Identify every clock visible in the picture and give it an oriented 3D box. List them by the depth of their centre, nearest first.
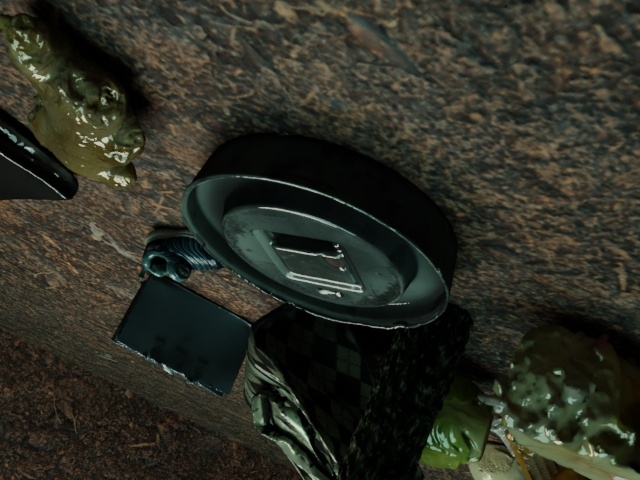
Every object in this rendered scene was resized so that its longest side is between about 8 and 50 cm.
[{"bbox_3d":[-0.001,0.001,0.731,0.313,0.061,0.312,18,155,9],"label":"clock"}]

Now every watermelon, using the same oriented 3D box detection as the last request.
[{"bbox_3d":[0.327,0.337,1.127,0.085,0.061,0.085,15,150,9],"label":"watermelon"}]

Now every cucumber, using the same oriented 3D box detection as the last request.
[{"bbox_3d":[0.082,0.235,0.781,0.096,0.359,0.096,21,153,11],"label":"cucumber"}]

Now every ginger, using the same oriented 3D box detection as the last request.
[{"bbox_3d":[-0.235,-0.131,0.657,0.137,0.074,0.213,22,149,1],"label":"ginger"}]

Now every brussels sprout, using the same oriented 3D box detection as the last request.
[{"bbox_3d":[0.166,0.252,0.989,0.181,0.161,0.144,7,-170,30],"label":"brussels sprout"}]

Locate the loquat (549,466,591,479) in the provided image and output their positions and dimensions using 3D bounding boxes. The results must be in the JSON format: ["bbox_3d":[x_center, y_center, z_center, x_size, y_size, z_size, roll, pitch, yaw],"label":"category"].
[{"bbox_3d":[0.463,0.449,0.946,0.328,0.328,0.328,18,155,9],"label":"loquat"}]

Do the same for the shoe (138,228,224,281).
[{"bbox_3d":[-0.194,0.025,0.930,0.143,0.071,0.064,3,150,27],"label":"shoe"}]

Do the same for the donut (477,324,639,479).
[{"bbox_3d":[0.384,0.175,0.655,0.307,0.150,0.371,32,153,-21],"label":"donut"}]

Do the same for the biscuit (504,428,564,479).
[{"bbox_3d":[0.387,0.376,1.117,0.054,0.094,0.378,58,-178,41],"label":"biscuit"}]

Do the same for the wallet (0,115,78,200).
[{"bbox_3d":[-0.515,-0.117,0.938,0.377,0.051,0.197,1,150,40],"label":"wallet"}]

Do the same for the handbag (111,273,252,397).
[{"bbox_3d":[-0.234,0.165,1.153,0.221,0.144,0.057,34,147,-19],"label":"handbag"}]

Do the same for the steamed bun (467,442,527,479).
[{"bbox_3d":[0.356,0.461,1.314,0.130,0.091,0.112,6,152,31],"label":"steamed bun"}]

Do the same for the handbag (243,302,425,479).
[{"bbox_3d":[0.009,0.290,1.038,0.316,0.180,0.416,55,161,17],"label":"handbag"}]
